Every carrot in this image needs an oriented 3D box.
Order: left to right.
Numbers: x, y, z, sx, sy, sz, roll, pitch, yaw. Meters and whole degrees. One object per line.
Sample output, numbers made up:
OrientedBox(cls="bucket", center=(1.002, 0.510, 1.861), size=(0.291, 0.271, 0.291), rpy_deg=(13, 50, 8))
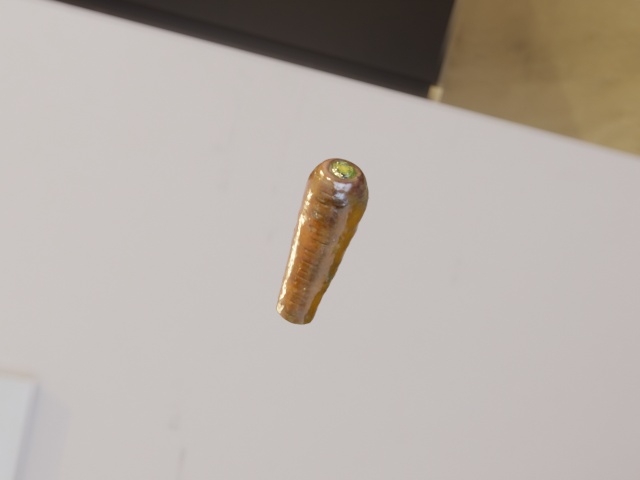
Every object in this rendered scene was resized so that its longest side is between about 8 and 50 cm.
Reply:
OrientedBox(cls="carrot", center=(0.000, 0.000, 0.845), size=(0.032, 0.032, 0.093), rpy_deg=(-106, 27, -48))
